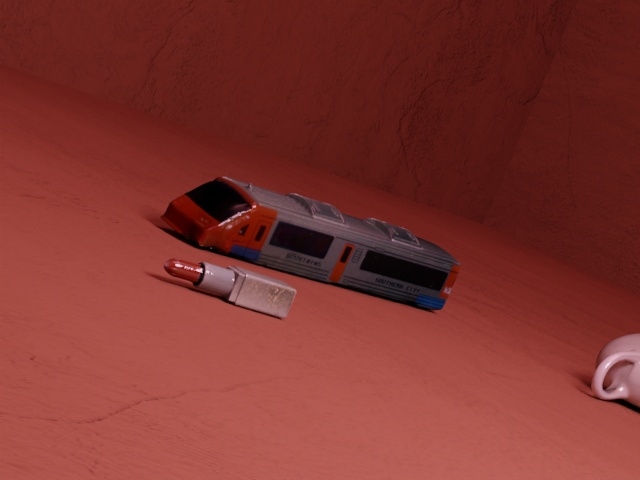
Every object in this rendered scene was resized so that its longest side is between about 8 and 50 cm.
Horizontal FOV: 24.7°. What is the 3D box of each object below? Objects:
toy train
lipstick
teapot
[{"bbox_3d":[0.000,0.000,1.694,0.409,0.089,0.086,17,13,-44],"label":"toy train"},{"bbox_3d":[-0.085,0.037,1.300,0.129,0.030,0.030,19,7,-32],"label":"lipstick"},{"bbox_3d":[0.388,0.158,1.708,0.226,0.092,0.145,12,10,-43],"label":"teapot"}]
